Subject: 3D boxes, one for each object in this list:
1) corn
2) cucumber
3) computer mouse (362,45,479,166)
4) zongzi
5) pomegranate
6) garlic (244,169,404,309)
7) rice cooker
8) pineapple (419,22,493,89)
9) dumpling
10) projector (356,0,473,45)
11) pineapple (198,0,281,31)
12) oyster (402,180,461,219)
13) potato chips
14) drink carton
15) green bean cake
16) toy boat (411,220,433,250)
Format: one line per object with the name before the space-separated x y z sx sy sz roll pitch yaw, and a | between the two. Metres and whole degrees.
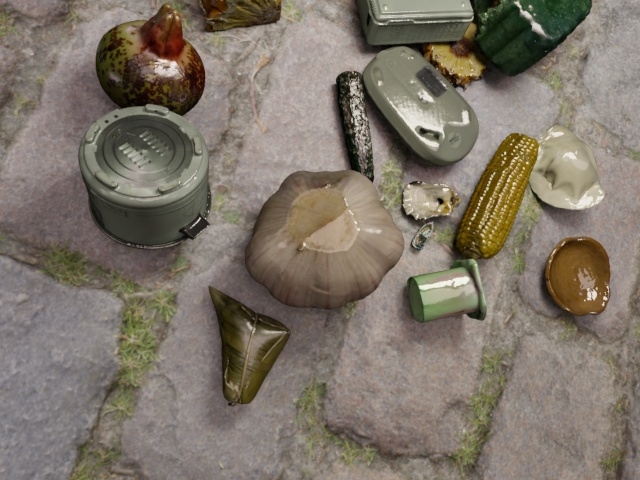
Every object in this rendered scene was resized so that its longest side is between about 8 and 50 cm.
corn | 0.440 -0.108 1.164 0.121 0.120 0.363 32 76 -8
cucumber | 0.088 -0.254 1.122 0.068 0.067 0.293 -8 86 -14
computer mouse | 0.243 -0.327 1.154 0.197 0.095 0.330 -36 84 -16
zongzi | -0.196 0.227 0.985 0.205 0.094 0.204 31 78 -5
pomegranate | -0.326 -0.363 0.943 0.215 0.248 0.214 19 51 -25
garlic | 0.000 0.000 0.981 0.318 0.259 0.317 -4 68 9
rice cooker | -0.334 -0.117 0.922 0.281 0.227 0.241 37 59 7
pineapple | 0.362 -0.495 1.223 0.222 0.047 0.220 2 83 -15
dumpling | 0.629 -0.187 1.227 0.167 0.126 0.215 -22 99 12
projector | 0.226 -0.589 1.148 0.257 0.099 0.191 -7 71 -10
pineapple | -0.163 -0.557 1.056 0.237 0.186 0.114 -9 89 29
oyster | 0.269 -0.103 1.157 0.146 0.045 0.121 -39 97 -7
potato chips | 0.665 0.094 1.222 0.208 0.062 0.195 43 82 -7
drink carton | 0.285 0.128 1.093 0.143 0.146 0.143 -12 86 -6
green bean cake | 0.492 -0.607 1.184 0.300 0.169 0.307 -42 94 -28
toy boat | 0.253 -0.014 1.148 0.038 0.038 0.083 35 78 -8
